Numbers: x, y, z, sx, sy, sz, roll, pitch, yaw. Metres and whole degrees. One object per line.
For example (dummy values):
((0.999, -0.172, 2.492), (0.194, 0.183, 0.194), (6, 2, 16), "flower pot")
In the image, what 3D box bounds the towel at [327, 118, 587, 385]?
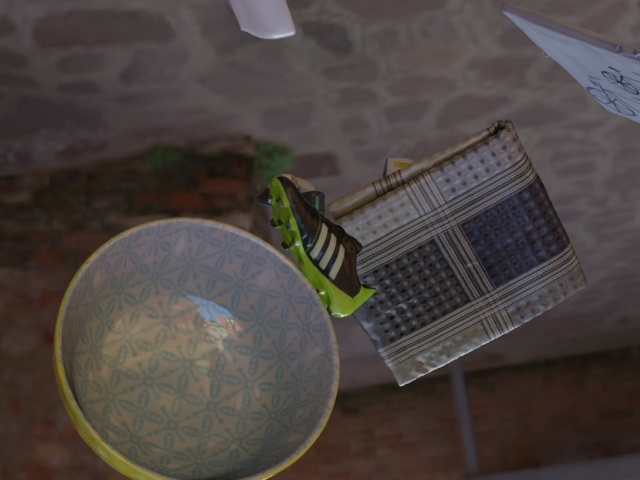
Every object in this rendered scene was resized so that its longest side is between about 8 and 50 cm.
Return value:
((0.174, 0.022, 1.939), (0.324, 0.056, 0.312), (-29, 123, 5), "towel")

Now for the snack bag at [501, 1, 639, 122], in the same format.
((0.445, -0.231, 2.017), (0.342, 0.037, 0.323), (32, -179, -41), "snack bag")

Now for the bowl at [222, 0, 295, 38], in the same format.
((-0.083, -0.279, 1.460), (0.053, 0.142, 0.142), (-26, -148, -3), "bowl")

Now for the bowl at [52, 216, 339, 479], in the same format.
((-0.142, 0.137, 1.433), (0.289, 0.289, 0.156), (-2, 155, -24), "bowl")

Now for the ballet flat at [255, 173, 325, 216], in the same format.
((-0.051, -0.083, 2.541), (0.074, 0.074, 0.203), (0, -168, -31), "ballet flat")

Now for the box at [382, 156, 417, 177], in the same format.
((0.136, 0.003, 2.086), (0.101, 0.244, 0.060), (6, 162, -2), "box")

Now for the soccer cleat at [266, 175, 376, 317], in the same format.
((0.000, 0.000, 1.527), (0.072, 0.179, 0.060), (-33, -159, -19), "soccer cleat")
